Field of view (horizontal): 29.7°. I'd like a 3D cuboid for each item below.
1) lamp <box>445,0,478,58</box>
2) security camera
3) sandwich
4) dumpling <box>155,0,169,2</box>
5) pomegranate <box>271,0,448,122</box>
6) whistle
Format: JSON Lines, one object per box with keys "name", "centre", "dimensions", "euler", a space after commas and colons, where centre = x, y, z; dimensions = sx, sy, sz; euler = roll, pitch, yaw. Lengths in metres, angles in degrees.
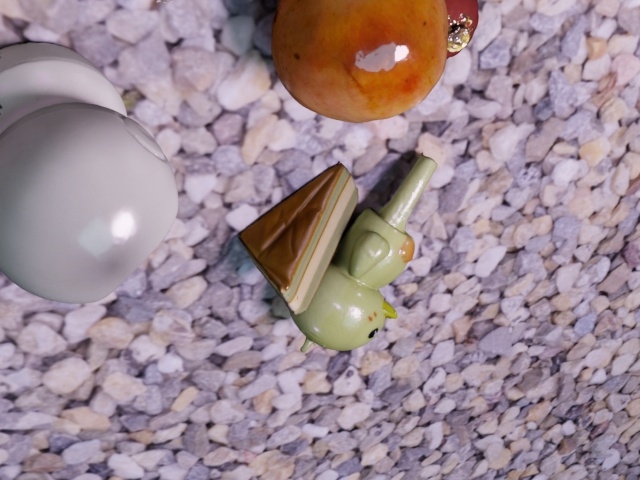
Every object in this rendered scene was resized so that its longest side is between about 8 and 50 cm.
{"name": "lamp", "centre": [0.129, -0.246, 1.345], "dimensions": [0.101, 0.090, 0.101], "euler": [-23, 140, -21]}
{"name": "security camera", "centre": [-0.241, -0.053, 1.129], "dimensions": [0.194, 0.236, 0.194], "euler": [-21, 137, -22]}
{"name": "sandwich", "centre": [0.000, 0.000, 1.473], "dimensions": [0.163, 0.113, 0.079], "euler": [-35, 142, -5]}
{"name": "dumpling", "centre": [-0.110, -0.296, 1.092], "dimensions": [0.136, 0.118, 0.199], "euler": [-41, 173, -20]}
{"name": "pomegranate", "centre": [0.041, -0.213, 1.244], "dimensions": [0.191, 0.191, 0.191], "euler": [-22, 139, -20]}
{"name": "whistle", "centre": [0.071, 0.033, 1.545], "dimensions": [0.294, 0.141, 0.141], "euler": [-44, 142, 9]}
